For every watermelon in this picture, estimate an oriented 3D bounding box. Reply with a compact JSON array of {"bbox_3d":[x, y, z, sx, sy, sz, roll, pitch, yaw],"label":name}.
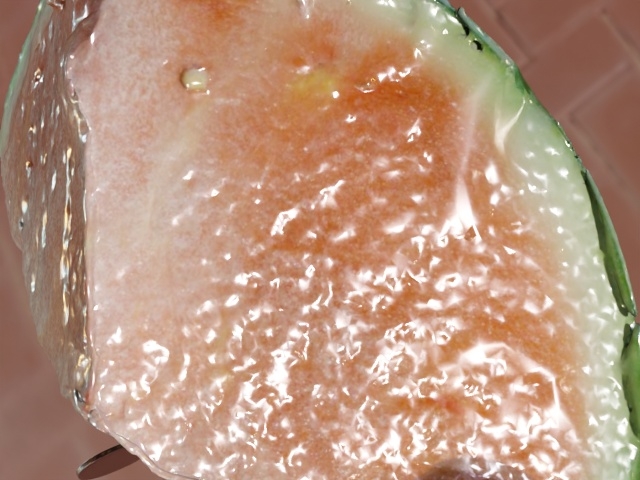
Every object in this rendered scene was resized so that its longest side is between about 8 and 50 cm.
[{"bbox_3d":[0.004,-0.033,0.883,0.319,0.292,0.222,-104,26,-64],"label":"watermelon"}]

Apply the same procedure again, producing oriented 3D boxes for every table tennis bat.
[{"bbox_3d":[-0.124,0.141,1.289,0.083,0.050,0.007,-20,71,-18],"label":"table tennis bat"}]
